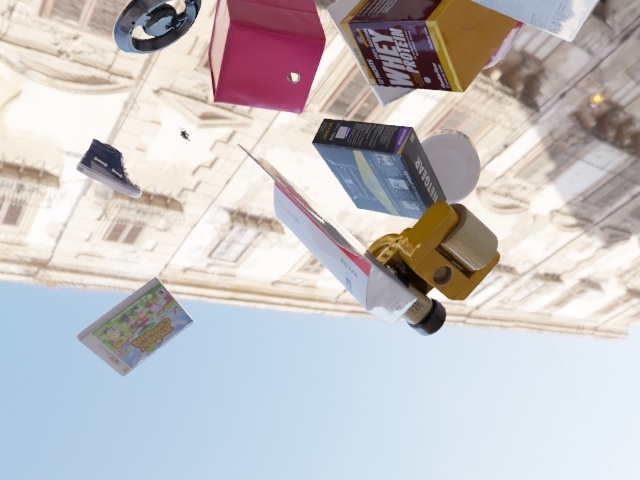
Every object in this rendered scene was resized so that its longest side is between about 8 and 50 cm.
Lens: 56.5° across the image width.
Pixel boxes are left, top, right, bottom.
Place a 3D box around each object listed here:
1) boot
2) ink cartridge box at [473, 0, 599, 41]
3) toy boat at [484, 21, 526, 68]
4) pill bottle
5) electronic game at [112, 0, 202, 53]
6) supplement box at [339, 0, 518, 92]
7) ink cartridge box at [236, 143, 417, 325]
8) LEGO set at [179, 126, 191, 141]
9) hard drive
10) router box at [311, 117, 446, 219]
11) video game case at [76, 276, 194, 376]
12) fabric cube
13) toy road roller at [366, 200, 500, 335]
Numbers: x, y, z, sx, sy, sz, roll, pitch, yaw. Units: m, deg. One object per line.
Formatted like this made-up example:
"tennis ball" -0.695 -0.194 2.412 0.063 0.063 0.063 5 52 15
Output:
"boot" -0.473 -0.165 1.392 0.069 0.086 0.190 29 179 28
"ink cartridge box" 0.186 -0.292 0.635 0.224 0.045 0.223 25 -167 11
"toy boat" 0.322 -0.450 1.244 0.151 0.231 0.151 -24 -104 -12
"pill bottle" 0.383 -0.237 1.826 0.204 0.204 0.361 45 -161 0
"electronic game" -0.375 -0.513 1.380 0.048 0.229 0.229 56 -142 4
"supplement box" 0.176 -0.351 0.945 0.191 0.194 0.129 -52 -48 -18
"ink cartridge box" 0.000 0.000 1.148 0.308 0.091 0.385 46 -173 33
"LEGO set" -0.433 -0.334 1.880 0.023 0.083 0.054 -40 -96 -10
"hard drive" 0.177 -0.533 1.583 0.307 0.203 0.040 61 176 7
"router box" 0.151 -0.168 1.470 0.081 0.243 0.309 -65 -34 -18
"video game case" -0.420 0.204 1.378 0.212 0.193 0.023 -38 -128 -12
"fabric cube" -0.159 -0.537 1.653 0.258 0.254 0.259 4 -132 -20
"toy road roller" 0.246 0.044 1.470 0.202 0.329 0.240 37 -169 -29
